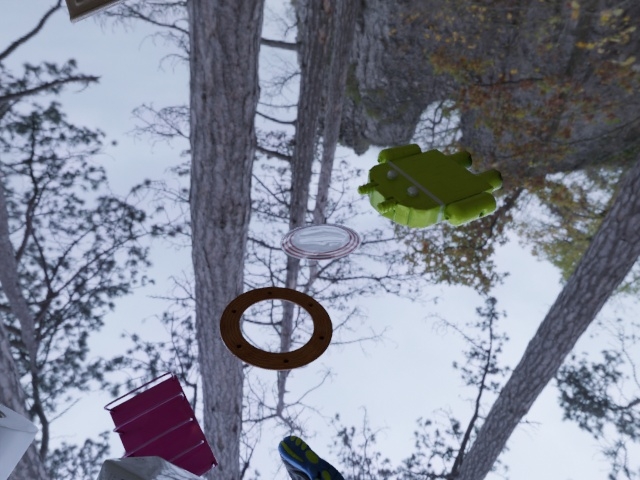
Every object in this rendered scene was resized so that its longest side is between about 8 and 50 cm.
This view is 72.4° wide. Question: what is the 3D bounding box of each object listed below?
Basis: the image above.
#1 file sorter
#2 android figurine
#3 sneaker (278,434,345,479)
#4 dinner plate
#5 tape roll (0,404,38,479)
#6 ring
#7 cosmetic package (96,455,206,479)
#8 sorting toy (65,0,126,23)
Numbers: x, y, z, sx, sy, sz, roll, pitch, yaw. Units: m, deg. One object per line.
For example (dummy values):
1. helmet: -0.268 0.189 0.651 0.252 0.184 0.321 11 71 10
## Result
1. file sorter: -0.433 0.535 1.189 0.202 0.182 0.290 -25 -106 -24
2. android figurine: 0.202 -0.107 0.827 0.273 0.056 0.248 -16 -137 -22
3. sneaker: -0.011 0.464 0.853 0.067 0.078 0.188 -30 -133 -34
4. dinner plate: 0.000 0.000 0.764 0.141 0.141 0.017 2 -116 -6
5. tape roll: -0.687 0.340 0.803 0.286 0.286 0.100 17 -117 19
6. ring: -0.130 0.257 1.304 0.337 0.032 0.336 6 -145 -4
7. cosmetic package: -0.246 0.478 0.649 0.225 0.138 0.224 10 -109 23
8. sorting toy: -0.388 -0.514 0.786 0.193 0.208 0.038 -15 178 12
